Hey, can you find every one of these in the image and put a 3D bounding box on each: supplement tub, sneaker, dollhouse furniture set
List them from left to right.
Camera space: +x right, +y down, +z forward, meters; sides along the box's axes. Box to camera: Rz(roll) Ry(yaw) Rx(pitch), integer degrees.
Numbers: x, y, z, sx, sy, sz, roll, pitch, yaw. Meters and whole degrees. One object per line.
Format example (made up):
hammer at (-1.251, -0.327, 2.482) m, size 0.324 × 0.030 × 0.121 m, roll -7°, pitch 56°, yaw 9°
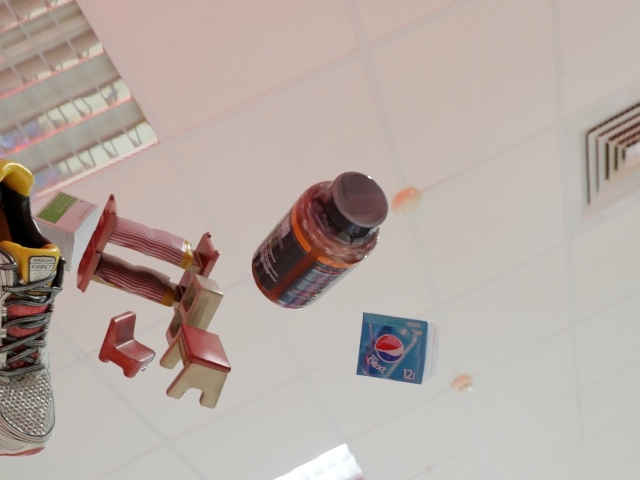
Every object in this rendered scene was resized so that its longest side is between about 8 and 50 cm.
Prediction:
sneaker at (-0.235, 0.044, 0.476) m, size 0.092 × 0.226 × 0.088 m, roll -19°, pitch -6°, yaw 19°
dollhouse furniture set at (-0.260, 0.079, 1.041) m, size 0.201 × 0.374 × 0.152 m, roll 22°, pitch -79°, yaw -27°
supplement tub at (0.000, 0.000, 0.769) m, size 0.106 × 0.106 × 0.198 m, roll 5°, pitch -29°, yaw -28°

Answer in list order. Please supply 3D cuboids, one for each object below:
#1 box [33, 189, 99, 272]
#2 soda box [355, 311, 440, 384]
box at (-0.477, -0.017, 1.223) m, size 0.087 × 0.101 × 0.102 m, roll 21°, pitch -52°, yaw -1°
soda box at (0.097, 0.125, 0.766) m, size 0.071 × 0.067 × 0.210 m, roll 6°, pitch -7°, yaw 15°
